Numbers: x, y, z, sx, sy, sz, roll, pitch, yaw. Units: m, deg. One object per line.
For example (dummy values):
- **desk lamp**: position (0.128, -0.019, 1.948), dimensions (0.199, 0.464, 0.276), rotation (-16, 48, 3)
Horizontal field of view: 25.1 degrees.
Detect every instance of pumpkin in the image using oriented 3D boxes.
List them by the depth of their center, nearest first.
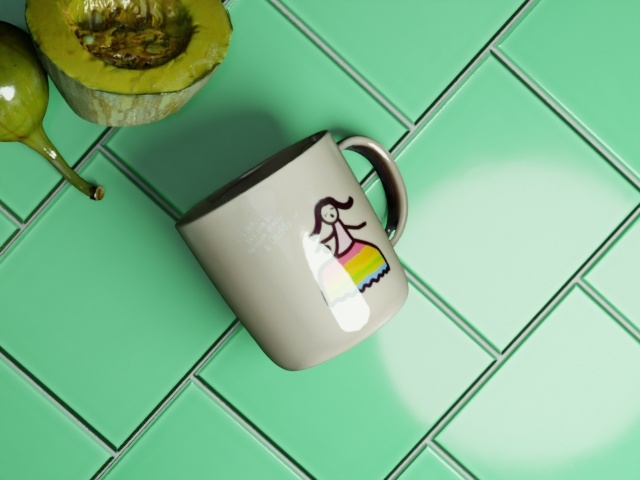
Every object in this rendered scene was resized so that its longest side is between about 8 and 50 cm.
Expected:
- **pumpkin**: position (-0.208, -0.201, 1.533), dimensions (0.217, 0.217, 0.110), rotation (15, 134, -3)

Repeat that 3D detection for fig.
- **fig**: position (-0.317, -0.132, 1.561), dimensions (0.124, 0.124, 0.236), rotation (-39, 119, 3)

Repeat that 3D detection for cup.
- **cup**: position (0.000, 0.000, 1.544), dimensions (0.253, 0.191, 0.200), rotation (-38, 100, -30)
